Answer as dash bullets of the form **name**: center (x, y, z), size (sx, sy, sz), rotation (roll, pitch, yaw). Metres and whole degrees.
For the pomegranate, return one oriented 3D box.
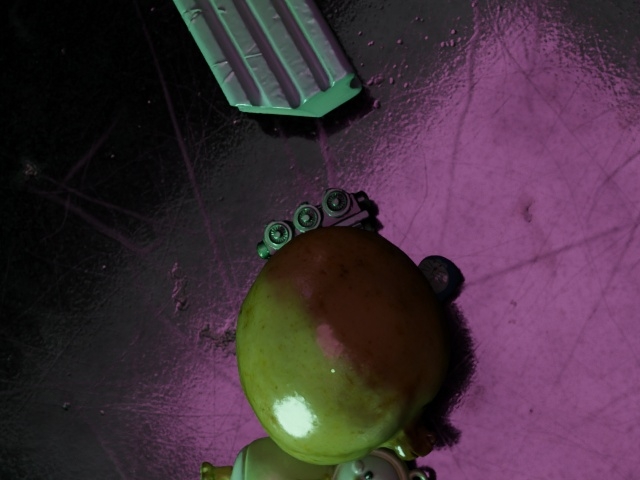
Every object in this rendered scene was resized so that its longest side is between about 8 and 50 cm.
- **pomegranate**: center (0.022, 0.124, 1.326), size (0.307, 0.307, 0.307), rotation (-2, 81, 14)

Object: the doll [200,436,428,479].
- **doll**: center (-0.010, 0.320, 1.396), size (0.296, 0.117, 0.141), rotation (-8, 83, 13)

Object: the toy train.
- **toy train**: center (0.000, 0.000, 1.471), size (0.170, 0.071, 0.111), rotation (-27, 86, 8)

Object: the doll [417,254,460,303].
- **doll**: center (0.145, 0.057, 1.434), size (0.076, 0.050, 0.083), rotation (39, 93, 28)

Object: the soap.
- **soap**: center (-0.084, -0.298, 1.520), size (0.173, 0.095, 0.289), rotation (-31, 76, 7)
